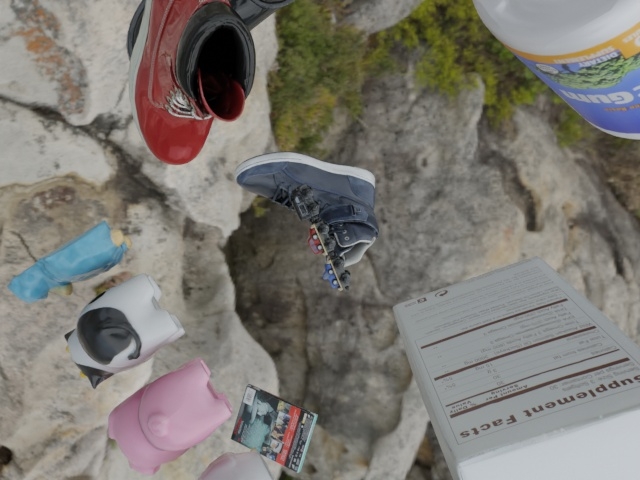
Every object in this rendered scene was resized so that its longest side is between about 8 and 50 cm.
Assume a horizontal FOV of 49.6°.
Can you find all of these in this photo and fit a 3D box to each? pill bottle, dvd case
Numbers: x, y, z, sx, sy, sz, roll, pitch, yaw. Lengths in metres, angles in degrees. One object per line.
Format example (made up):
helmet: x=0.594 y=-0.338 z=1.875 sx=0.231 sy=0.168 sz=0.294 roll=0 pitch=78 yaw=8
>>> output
pill bottle: x=0.246 y=-0.169 z=0.544 sx=0.272 sy=0.152 sz=0.152 roll=18 pitch=80 yaw=-47
dvd case: x=-0.068 y=0.268 z=0.995 sx=0.013 sy=0.119 sz=0.087 roll=14 pitch=92 yaw=-64

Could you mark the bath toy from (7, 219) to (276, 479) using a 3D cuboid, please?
bath toy: x=-0.162 y=0.156 z=0.662 sx=0.129 sy=0.151 sz=0.348 roll=-32 pitch=83 yaw=-11

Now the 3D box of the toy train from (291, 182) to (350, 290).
toy train: x=0.000 y=0.000 z=0.928 sx=0.036 sy=0.027 sz=0.158 roll=-23 pitch=103 yaw=7

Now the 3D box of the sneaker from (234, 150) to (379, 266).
sneaker: x=-0.017 y=-0.043 z=1.041 sx=0.226 sy=0.086 sz=0.163 roll=6 pitch=58 yaw=-14

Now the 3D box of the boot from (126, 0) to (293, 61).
boot: x=-0.073 y=-0.341 z=0.889 sx=0.367 sy=0.445 sz=0.146 roll=-45 pitch=115 yaw=-8

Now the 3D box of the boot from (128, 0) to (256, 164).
boot: x=-0.118 y=-0.126 z=0.633 sx=0.088 sy=0.176 sz=0.244 roll=-6 pitch=141 yaw=-22

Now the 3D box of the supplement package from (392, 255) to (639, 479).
supplement package: x=0.116 y=0.097 z=0.384 sx=0.105 sy=0.179 sz=0.105 roll=-19 pitch=108 yaw=3
